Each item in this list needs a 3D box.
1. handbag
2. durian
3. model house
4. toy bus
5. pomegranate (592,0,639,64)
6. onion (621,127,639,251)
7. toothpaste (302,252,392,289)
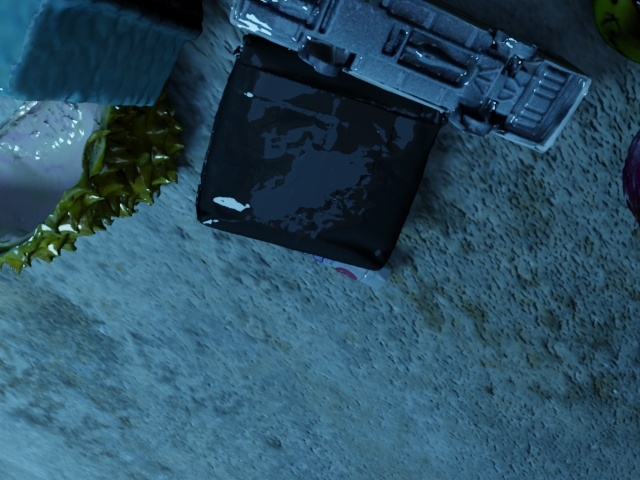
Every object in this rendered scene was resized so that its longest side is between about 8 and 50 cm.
[{"bbox_3d":[-0.001,-0.090,0.700,0.246,0.080,0.223,16,113,-9],"label":"handbag"},{"bbox_3d":[-0.286,-0.057,0.685,0.305,0.196,0.186,-25,125,15],"label":"durian"},{"bbox_3d":[-0.216,-0.264,0.482,0.229,0.280,0.249,29,104,2],"label":"model house"},{"bbox_3d":[0.090,-0.196,0.607,0.342,0.138,0.097,20,121,-12],"label":"toy bus"},{"bbox_3d":[0.353,-0.218,0.579,0.220,0.156,0.156,23,121,-25],"label":"pomegranate"},{"bbox_3d":[0.467,-0.105,0.636,0.348,0.159,0.267,-34,140,17],"label":"onion"},{"bbox_3d":[0.000,0.000,0.798,0.194,0.043,0.067,29,119,-9],"label":"toothpaste"}]
